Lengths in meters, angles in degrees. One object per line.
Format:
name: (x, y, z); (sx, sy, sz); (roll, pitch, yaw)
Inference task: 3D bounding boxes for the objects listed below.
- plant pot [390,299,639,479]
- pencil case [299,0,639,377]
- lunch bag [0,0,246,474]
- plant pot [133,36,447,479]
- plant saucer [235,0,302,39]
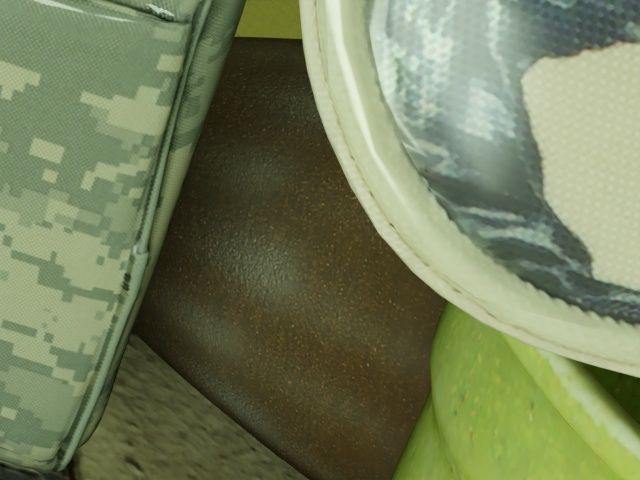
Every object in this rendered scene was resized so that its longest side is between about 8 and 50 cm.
plant pot: (0.102, 0.146, 0.570); (0.276, 0.254, 0.276); (25, 23, -11)
pencil case: (0.069, -0.109, 0.524); (0.183, 0.160, 0.410); (37, 15, -13)
lunch bag: (-0.165, -0.094, 0.647); (0.256, 0.305, 0.213); (13, 49, -11)
plant pot: (0.000, 0.000, 0.854); (0.230, 0.215, 0.215); (22, 19, 21)
plant saucer: (-0.006, -0.123, 1.217); (0.333, 0.081, 0.333); (44, 26, 28)
